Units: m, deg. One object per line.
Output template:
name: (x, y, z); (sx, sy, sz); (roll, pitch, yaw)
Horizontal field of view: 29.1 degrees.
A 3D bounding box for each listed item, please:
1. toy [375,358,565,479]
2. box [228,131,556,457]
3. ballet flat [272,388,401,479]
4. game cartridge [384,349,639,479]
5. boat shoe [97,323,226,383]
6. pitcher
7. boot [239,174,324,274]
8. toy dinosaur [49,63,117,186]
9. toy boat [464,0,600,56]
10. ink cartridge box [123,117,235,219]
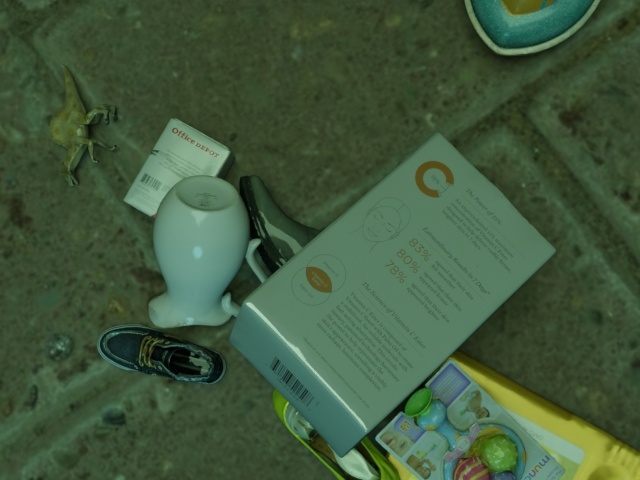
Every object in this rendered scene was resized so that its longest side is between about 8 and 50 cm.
toy: (0.196, 0.273, 1.525); (0.137, 0.056, 0.237); (-46, 108, -1)
box: (0.087, 0.068, 1.546); (0.345, 0.168, 0.215); (-41, 82, -21)
ballet flat: (0.014, 0.254, 1.605); (0.231, 0.077, 0.077); (43, 93, 26)
game cartridge: (0.238, 0.336, 1.613); (0.323, 0.053, 0.285); (28, 86, 10)
boat shoe: (-0.221, 0.151, 1.670); (0.183, 0.083, 0.065); (11, 83, 7)
pitcher: (-0.135, 0.023, 1.634); (0.177, 0.125, 0.207); (5, 127, -7)
boot: (0.000, 0.000, 1.684); (0.161, 0.083, 0.246); (-25, 80, -10)
toy dinosaur: (-0.338, -0.171, 1.744); (0.092, 0.053, 0.183); (-4, 82, 7)
toy boat: (0.235, -0.396, 1.667); (0.318, 0.148, 0.267); (21, 85, 8)
ink cartridge box: (-0.194, -0.086, 1.714); (0.099, 0.056, 0.135); (30, 87, 9)
